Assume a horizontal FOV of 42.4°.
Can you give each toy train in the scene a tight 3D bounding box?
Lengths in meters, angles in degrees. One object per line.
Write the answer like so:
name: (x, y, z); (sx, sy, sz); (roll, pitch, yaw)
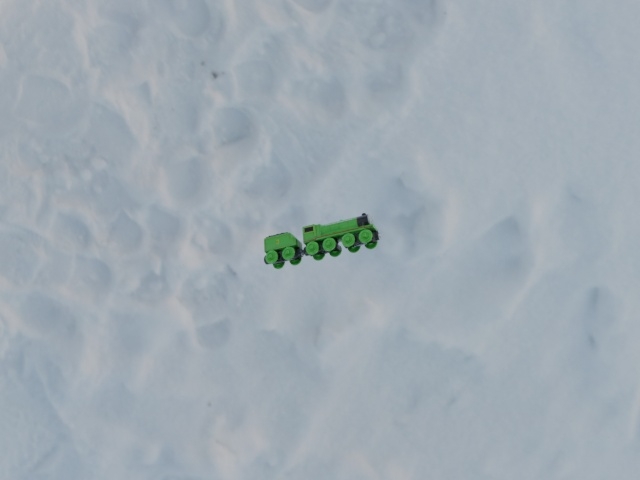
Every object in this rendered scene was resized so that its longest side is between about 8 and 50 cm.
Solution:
toy train: (0.000, 0.000, 0.549); (0.083, 0.024, 0.017); (-13, 155, 18)
